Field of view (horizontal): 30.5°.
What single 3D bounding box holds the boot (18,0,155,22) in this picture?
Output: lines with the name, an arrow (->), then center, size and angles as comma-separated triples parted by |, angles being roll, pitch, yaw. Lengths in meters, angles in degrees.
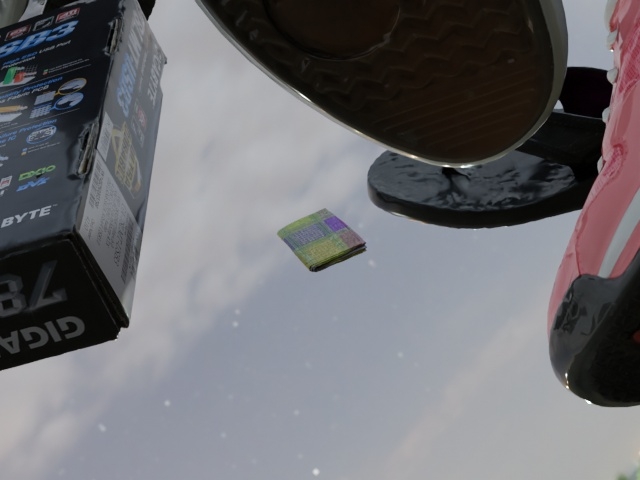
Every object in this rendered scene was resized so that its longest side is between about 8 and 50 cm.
boot -> -0.205, -0.194, 0.948 | 0.077, 0.137, 0.198 | 23, -63, -36

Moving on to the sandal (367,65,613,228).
sandal -> 0.260, -0.111, 1.105 | 0.167, 0.446, 0.107 | -90, -10, -55

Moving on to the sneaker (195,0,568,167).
sneaker -> -0.016, -0.157, 0.377 | 0.106, 0.290, 0.123 | -35, 14, 35

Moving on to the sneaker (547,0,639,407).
sneaker -> 0.172, -0.079, 0.494 | 0.116, 0.136, 0.314 | 25, -86, -35

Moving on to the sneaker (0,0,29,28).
sneaker -> -0.245, -0.252, 0.855 | 0.321, 0.126, 0.127 | -50, 18, 43

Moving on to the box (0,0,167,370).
box -> -0.243, -0.021, 0.678 | 0.295, 0.293, 0.073 | -17, -58, 8

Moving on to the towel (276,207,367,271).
towel -> 0.000, 0.000, 1.087 | 0.060, 0.083, 0.009 | -25, -55, -16
